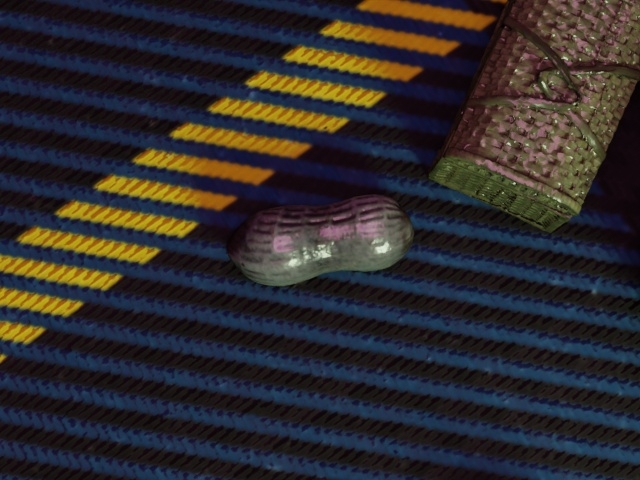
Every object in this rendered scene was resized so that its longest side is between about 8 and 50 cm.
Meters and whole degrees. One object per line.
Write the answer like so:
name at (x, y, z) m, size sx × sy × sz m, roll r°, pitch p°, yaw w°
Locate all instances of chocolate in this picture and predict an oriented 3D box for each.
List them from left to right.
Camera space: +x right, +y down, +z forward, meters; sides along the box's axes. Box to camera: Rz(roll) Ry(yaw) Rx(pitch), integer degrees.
chocolate at (0.000, 0.000, 1.765) m, size 0.167 × 0.072 × 0.072 m, roll -7°, pitch 83°, yaw -5°

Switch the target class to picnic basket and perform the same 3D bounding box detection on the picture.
picnic basket at (0.197, -0.126, 1.746) m, size 0.134 × 0.154 × 0.196 m, roll 26°, pitch 83°, yaw 2°
